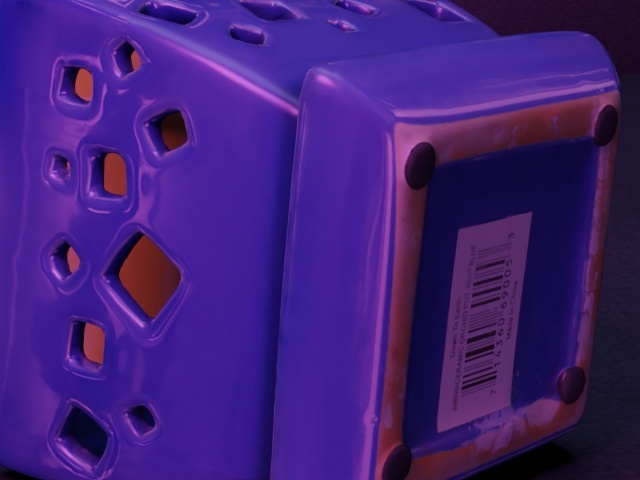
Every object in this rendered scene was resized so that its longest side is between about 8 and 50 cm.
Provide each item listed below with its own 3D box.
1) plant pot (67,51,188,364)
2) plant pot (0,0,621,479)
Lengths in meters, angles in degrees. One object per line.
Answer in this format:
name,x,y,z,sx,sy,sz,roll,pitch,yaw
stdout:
plant pot,-0.152,-0.049,1.036,0.254,0.239,0.254,-1,10,0
plant pot,0.000,0.000,0.820,0.212,0.236,0.236,17,19,37
